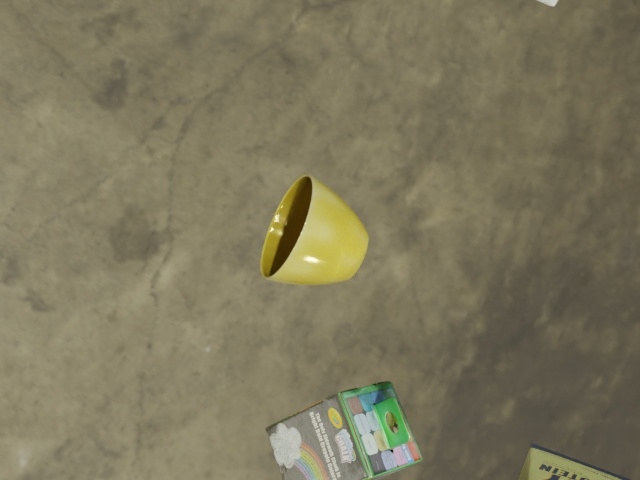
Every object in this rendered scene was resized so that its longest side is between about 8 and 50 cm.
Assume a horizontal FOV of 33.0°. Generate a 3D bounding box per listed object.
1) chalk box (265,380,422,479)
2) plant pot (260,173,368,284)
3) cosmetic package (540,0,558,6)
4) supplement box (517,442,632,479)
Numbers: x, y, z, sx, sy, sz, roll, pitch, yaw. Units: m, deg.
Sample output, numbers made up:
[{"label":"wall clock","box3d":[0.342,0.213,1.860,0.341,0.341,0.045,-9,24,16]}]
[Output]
[{"label":"chalk box","box3d":[0.050,0.292,1.590,0.132,0.213,0.132,-2,67,-52]},{"label":"plant pot","box3d":[0.000,0.000,1.288,0.095,0.134,0.134,23,93,-19]},{"label":"cosmetic package","box3d":[0.313,-0.479,1.142,0.284,0.098,0.377,-55,165,-41]},{"label":"supplement box","box3d":[0.105,0.147,0.478,0.083,0.056,0.083,-24,133,-77]}]
